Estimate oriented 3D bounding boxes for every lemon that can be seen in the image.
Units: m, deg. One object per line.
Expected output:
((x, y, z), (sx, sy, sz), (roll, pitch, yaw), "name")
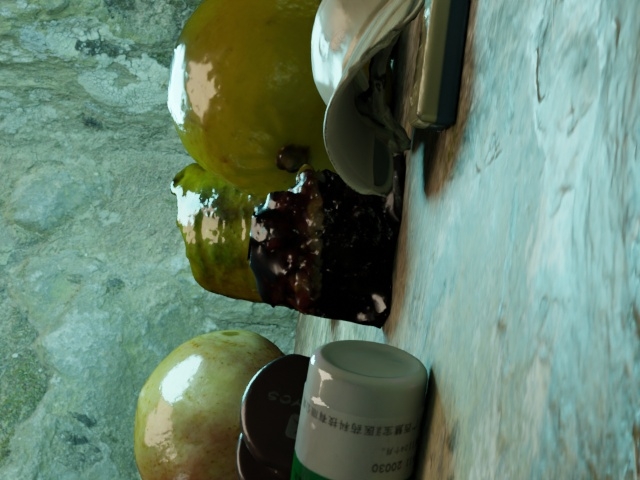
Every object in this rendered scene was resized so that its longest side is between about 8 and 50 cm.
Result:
((-0.047, -0.190, 1.494), (0.297, 0.297, 0.297), (-173, 90, -87), "lemon")

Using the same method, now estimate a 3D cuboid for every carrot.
((-0.065, -0.013, 1.988), (0.241, 0.340, 0.242), (-20, -67, -60), "carrot")

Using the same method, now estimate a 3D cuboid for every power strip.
((0.096, -0.152, 0.982), (0.056, 0.032, 0.123), (160, 118, -85), "power strip")

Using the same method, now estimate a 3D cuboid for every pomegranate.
((-0.145, 0.315, 2.044), (0.338, 0.338, 0.338), (-173, 90, -87), "pomegranate")

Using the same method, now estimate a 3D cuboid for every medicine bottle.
((0.020, 0.211, 0.948), (0.095, 0.095, 0.260), (-92, 9, -73), "medicine bottle")

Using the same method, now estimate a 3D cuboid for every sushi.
((0.000, 0.000, 1.301), (0.153, 0.150, 0.172), (106, 170, -70), "sushi")

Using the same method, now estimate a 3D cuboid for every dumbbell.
((-0.025, 0.221, 1.357), (0.225, 0.140, 0.124), (100, -174, -65), "dumbbell")

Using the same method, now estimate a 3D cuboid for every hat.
((0.028, -0.157, 1.119), (0.226, 0.164, 0.220), (-34, -37, -46), "hat")

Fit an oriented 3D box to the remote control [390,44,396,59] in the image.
((0.089, -0.281, 1.503), (0.152, 0.027, 0.044), (98, 169, -54), "remote control")
